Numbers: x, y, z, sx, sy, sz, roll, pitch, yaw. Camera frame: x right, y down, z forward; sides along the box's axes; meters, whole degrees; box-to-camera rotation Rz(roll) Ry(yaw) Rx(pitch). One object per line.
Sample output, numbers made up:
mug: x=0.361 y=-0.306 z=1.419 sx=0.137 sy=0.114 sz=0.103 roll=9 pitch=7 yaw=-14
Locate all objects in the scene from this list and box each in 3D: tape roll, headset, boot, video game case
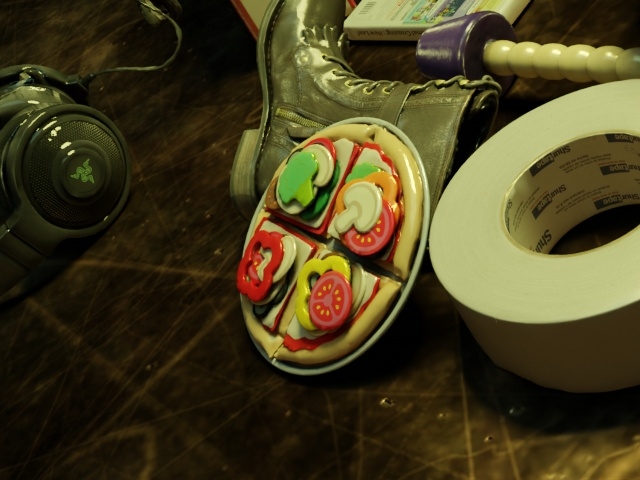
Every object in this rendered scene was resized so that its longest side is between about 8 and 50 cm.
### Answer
tape roll: x=0.185 y=-0.008 z=0.775 sx=0.219 sy=0.072 sz=0.219 roll=-22 pitch=37 yaw=18
headset: x=-0.294 y=-0.113 z=1.188 sx=0.394 sy=0.185 sz=0.243 roll=-47 pitch=36 yaw=2
boot: x=0.048 y=-0.114 z=0.973 sx=0.229 sy=0.091 sz=0.263 roll=2 pitch=75 yaw=40
video game case: x=0.149 y=-0.271 z=1.159 sx=0.193 sy=0.023 sz=0.212 roll=10 pitch=53 yaw=45

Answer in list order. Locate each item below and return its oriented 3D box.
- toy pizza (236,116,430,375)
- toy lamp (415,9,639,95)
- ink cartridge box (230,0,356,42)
toy pizza: x=0.000 y=0.000 z=0.876 sx=0.201 sy=0.032 sz=0.201 roll=-24 pitch=56 yaw=41
toy lamp: x=0.190 y=-0.139 z=0.925 sx=0.274 sy=0.080 sz=0.080 roll=16 pitch=58 yaw=45
ink cartridge box: x=-0.080 y=-0.352 z=1.286 sx=0.114 sy=0.197 sz=0.273 roll=-30 pitch=35 yaw=7
